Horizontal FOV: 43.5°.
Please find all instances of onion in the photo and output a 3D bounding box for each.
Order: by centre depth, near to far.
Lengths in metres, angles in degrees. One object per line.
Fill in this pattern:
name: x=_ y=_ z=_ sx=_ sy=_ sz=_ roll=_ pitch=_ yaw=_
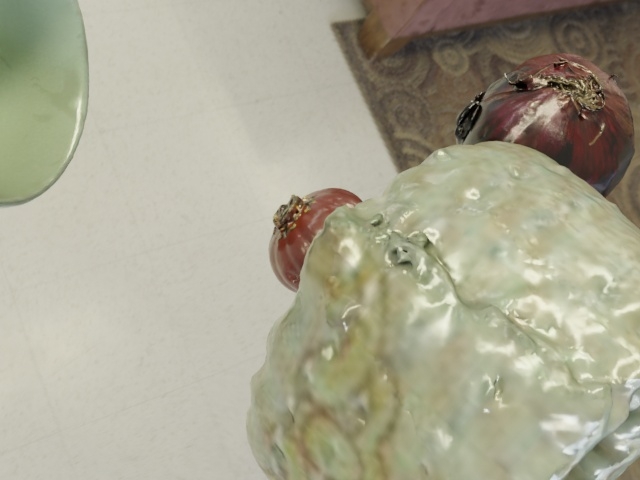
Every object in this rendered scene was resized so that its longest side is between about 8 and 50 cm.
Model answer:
onion: x=0.289 y=-0.124 z=1.059 sx=0.221 sy=0.281 sz=0.281 roll=39 pitch=57 yaw=12

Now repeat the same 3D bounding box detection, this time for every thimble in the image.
thimble: x=0.105 y=0.091 z=0.516 sx=0.291 sy=0.291 sz=0.195 roll=-30 pitch=57 yaw=-32

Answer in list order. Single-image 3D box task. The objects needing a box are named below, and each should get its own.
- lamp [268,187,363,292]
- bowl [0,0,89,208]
lamp: x=0.000 y=0.000 z=0.695 sx=0.090 sy=0.101 sz=0.101 roll=40 pitch=58 yaw=-22
bowl: x=-0.366 y=-0.184 z=0.768 sx=0.163 sy=0.307 sz=0.307 roll=2 pitch=63 yaw=18
